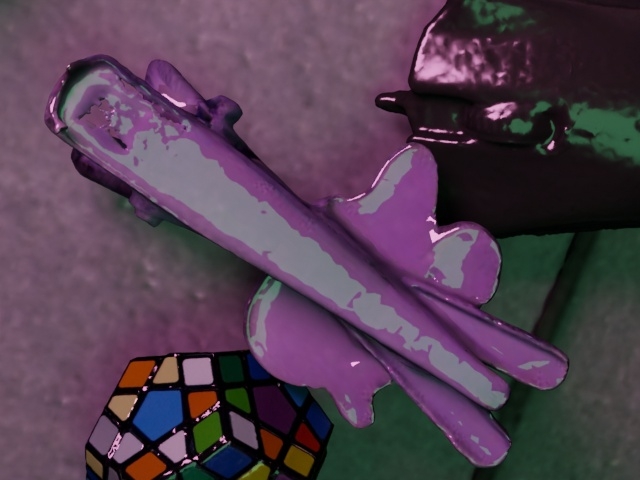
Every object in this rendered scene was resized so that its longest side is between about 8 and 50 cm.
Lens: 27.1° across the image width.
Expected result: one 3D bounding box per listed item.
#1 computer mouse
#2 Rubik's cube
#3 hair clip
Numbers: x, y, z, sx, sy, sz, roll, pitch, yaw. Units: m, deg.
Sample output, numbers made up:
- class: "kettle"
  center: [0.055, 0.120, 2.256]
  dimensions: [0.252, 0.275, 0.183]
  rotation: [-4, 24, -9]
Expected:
- class: "computer mouse"
  center: [0.161, -0.069, 0.689]
  dimensions: [0.264, 0.088, 0.147]
  rotation: [-4, 109, -9]
- class: "Rubik's cube"
  center: [-0.058, 0.113, 0.688]
  dimensions: [0.133, 0.133, 0.112]
  rotation: [-36, 140, 2]
- class: "hair clip"
  center: [-0.005, -0.003, 0.646]
  dimensions: [0.278, 0.090, 0.137]
  rotation: [36, 89, -12]
